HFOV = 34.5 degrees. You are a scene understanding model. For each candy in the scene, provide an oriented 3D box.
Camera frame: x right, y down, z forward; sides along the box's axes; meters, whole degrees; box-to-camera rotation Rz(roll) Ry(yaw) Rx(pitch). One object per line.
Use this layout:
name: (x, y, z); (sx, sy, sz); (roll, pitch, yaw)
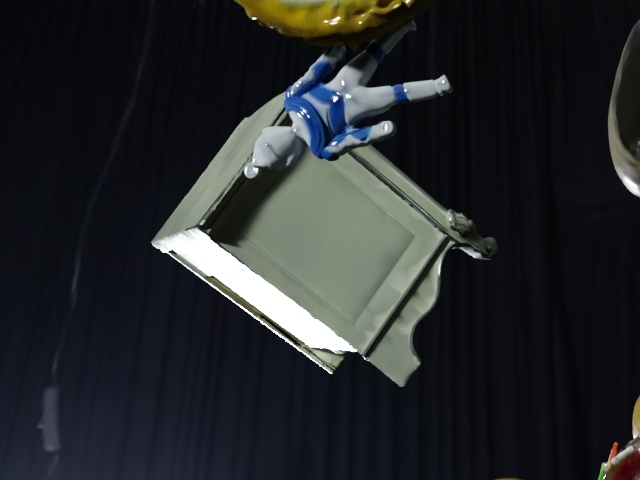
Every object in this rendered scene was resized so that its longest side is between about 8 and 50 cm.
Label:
candy: (0.014, -0.312, 0.971); (0.259, 0.260, 0.118); (-1, -169, 12)

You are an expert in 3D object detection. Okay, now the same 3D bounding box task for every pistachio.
pistachio: (0.412, -0.161, 1.231); (0.137, 0.238, 0.153); (16, 169, -22)

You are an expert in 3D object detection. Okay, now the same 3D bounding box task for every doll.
doll: (0.014, -0.135, 1.046); (0.227, 0.114, 0.057); (-30, 173, 8)

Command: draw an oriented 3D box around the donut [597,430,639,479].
donut: (0.405, 0.306, 1.051); (0.269, 0.270, 0.103); (-10, 175, 28)

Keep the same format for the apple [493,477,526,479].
apple: (0.239, 0.385, 1.313); (0.146, 0.163, 0.147); (48, 129, 2)

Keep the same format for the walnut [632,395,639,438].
walnut: (0.492, 0.266, 1.321); (0.167, 0.207, 0.167); (-20, 168, -5)

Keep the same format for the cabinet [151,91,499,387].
cabinet: (0.000, 0.000, 1.311); (0.318, 0.227, 0.290); (38, 164, -12)
